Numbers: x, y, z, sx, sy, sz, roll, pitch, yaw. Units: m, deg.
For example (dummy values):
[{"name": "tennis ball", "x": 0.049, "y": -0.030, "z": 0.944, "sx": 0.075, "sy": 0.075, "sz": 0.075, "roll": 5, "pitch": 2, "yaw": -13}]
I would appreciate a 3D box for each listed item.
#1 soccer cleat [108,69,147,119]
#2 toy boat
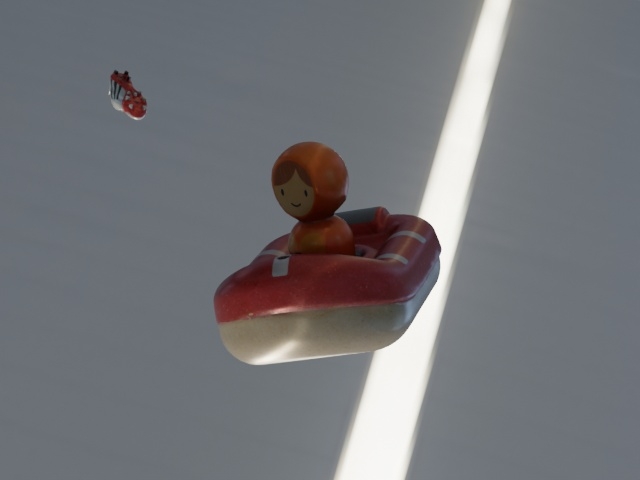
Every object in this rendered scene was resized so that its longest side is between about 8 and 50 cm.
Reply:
[{"name": "soccer cleat", "x": -0.208, "y": -0.149, "z": 1.891, "sx": 0.029, "sy": 0.036, "sz": 0.083, "roll": 1, "pitch": -142, "yaw": -31}, {"name": "toy boat", "x": 0.000, "y": 0.000, "z": 1.331, "sx": 0.151, "sy": 0.151, "sz": 0.231, "roll": -9, "pitch": -166, "yaw": 16}]
